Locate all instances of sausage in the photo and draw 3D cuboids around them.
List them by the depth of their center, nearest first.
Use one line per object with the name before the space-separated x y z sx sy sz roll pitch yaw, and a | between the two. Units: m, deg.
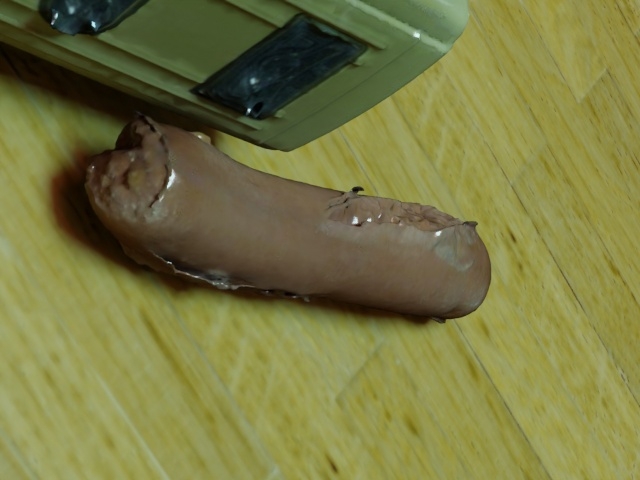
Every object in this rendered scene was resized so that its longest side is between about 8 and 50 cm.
sausage | 0.000 -0.001 0.808 0.304 0.078 0.078 14 65 -43

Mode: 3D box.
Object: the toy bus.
toy bus | -0.103 -0.185 0.671 0.365 0.177 0.201 20 52 -40
